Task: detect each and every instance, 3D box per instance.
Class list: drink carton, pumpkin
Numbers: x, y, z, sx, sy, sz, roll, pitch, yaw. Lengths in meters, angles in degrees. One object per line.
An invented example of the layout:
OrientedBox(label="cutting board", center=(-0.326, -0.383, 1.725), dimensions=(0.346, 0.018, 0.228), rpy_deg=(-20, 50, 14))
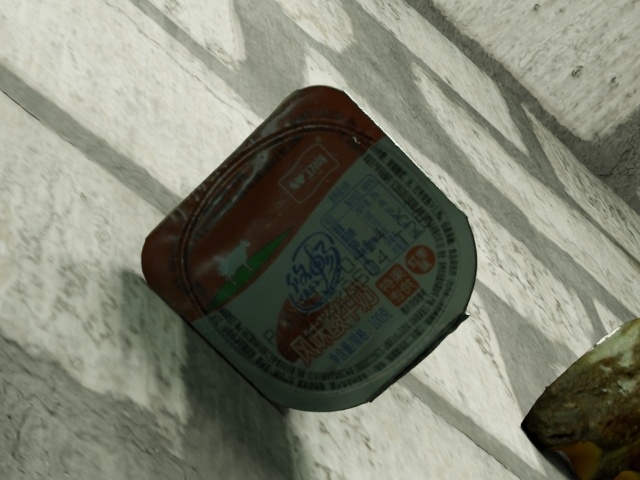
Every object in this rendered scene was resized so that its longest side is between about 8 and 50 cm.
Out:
OrientedBox(label="drink carton", center=(0.000, 0.000, 1.043), dimensions=(0.191, 0.185, 0.189), rpy_deg=(43, 7, -8))
OrientedBox(label="pumpkin", center=(0.313, 0.169, 1.419), dimensions=(0.130, 0.149, 0.254), rpy_deg=(46, 15, 24))
